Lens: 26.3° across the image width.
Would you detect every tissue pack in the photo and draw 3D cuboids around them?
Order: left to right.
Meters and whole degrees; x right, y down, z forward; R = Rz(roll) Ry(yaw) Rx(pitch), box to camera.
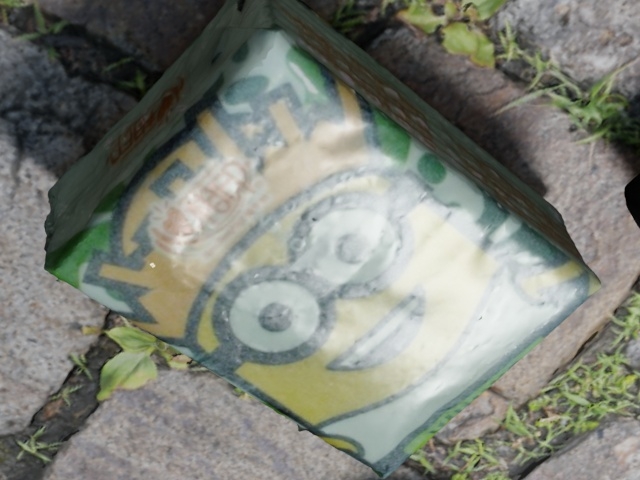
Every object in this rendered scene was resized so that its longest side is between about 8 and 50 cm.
[{"bbox_3d":[0.000,0.000,0.938,0.311,0.128,0.228,35,112,-27],"label":"tissue pack"}]

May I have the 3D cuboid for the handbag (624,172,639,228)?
[{"bbox_3d":[0.380,-0.032,0.997,0.275,0.088,0.244,38,109,-25],"label":"handbag"}]
